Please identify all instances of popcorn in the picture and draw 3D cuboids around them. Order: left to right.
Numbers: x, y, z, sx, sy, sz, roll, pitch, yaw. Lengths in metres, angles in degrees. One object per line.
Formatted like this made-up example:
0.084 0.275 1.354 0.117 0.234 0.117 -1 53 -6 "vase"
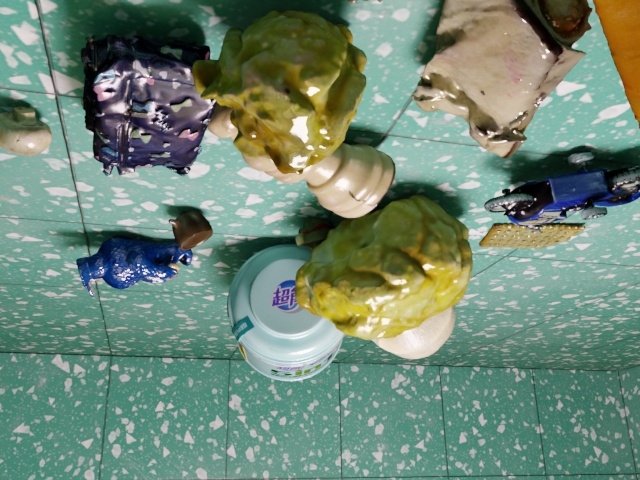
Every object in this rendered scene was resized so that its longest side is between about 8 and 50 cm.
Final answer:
-0.042 -0.179 0.764 0.187 0.167 0.185 -32 143 31 "popcorn"
0.144 0.075 1.298 0.292 0.293 0.334 44 136 -17 "popcorn"

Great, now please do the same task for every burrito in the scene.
0.206 -0.225 0.734 0.175 0.107 0.347 21 157 10 "burrito"

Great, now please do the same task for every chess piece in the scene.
-0.042 -0.135 0.999 0.307 0.124 0.139 21 -177 -37 "chess piece"

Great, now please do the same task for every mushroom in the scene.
-0.440 -0.162 0.952 0.084 0.083 0.067 8 117 -23 "mushroom"

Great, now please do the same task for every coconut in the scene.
0.221 0.176 1.648 0.237 0.237 0.266 -6 163 14 "coconut"

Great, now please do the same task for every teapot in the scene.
-0.263 -0.029 1.322 0.076 0.068 0.121 -37 166 25 "teapot"

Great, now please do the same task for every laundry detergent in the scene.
-0.074 0.172 1.542 0.287 0.287 0.305 0 160 -3 "laundry detergent"

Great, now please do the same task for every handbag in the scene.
-0.234 -0.177 0.862 0.162 0.113 0.260 -3 159 -20 "handbag"

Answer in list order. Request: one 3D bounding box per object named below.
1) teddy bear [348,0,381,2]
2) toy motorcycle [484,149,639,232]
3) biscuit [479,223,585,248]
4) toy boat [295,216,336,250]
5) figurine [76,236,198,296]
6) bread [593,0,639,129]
0.042 -0.282 0.477 0.357 0.224 0.367 15 160 -3 "teddy bear"
0.442 -0.080 1.160 0.315 0.113 0.169 -10 169 1 "toy motorcycle"
0.474 -0.008 1.471 0.203 0.016 0.144 1 159 -4 "biscuit"
0.000 -0.001 1.390 0.089 0.071 0.185 -13 157 27 "toy boat"
-0.412 0.043 1.450 0.262 0.120 0.164 -9 172 -29 "figurine"
0.416 -0.246 0.757 0.138 0.077 0.361 -13 156 31 "bread"
